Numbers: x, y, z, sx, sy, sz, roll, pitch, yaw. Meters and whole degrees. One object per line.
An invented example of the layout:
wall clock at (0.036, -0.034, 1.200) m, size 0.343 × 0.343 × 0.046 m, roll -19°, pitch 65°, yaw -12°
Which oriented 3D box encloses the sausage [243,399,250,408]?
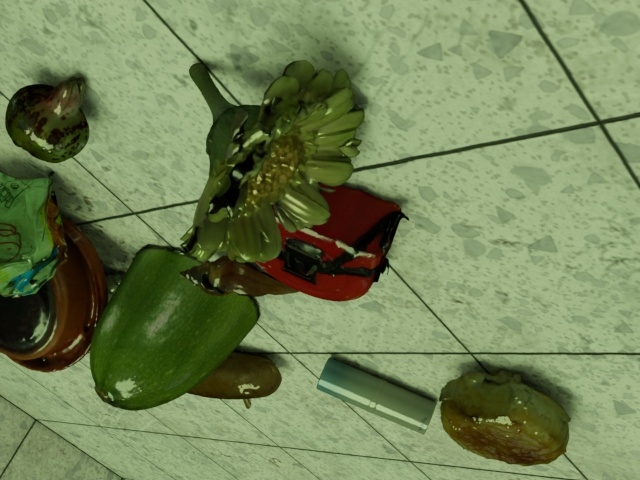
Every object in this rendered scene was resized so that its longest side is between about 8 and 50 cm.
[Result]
sausage at (-0.199, 0.427, 2.408) m, size 0.015 × 0.015 × 0.100 m, roll 17°, pitch 150°, yaw 17°

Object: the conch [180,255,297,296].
conch at (-0.153, 0.068, 1.734) m, size 0.233 × 0.086 × 0.080 m, roll -1°, pitch 102°, yaw 20°

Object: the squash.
squash at (-0.324, 0.219, 1.874) m, size 0.310 × 0.308 × 0.310 m, roll 19°, pitch 149°, yaw 12°

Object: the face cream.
face cream at (0.119, 0.332, 1.932) m, size 0.250 × 0.077 × 0.077 m, roll 22°, pitch 151°, yaw 6°

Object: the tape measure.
tape measure at (-0.001, 0.000, 1.455) m, size 0.253 × 0.114 × 0.260 m, roll 22°, pitch 151°, yaw 9°

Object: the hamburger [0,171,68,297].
hamburger at (-0.643, -0.019, 1.782) m, size 0.276 × 0.260 × 0.150 m, roll 9°, pitch -176°, yaw 25°

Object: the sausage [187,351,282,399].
sausage at (-0.303, 0.310, 2.199) m, size 0.501 × 0.123 × 0.136 m, roll 8°, pitch 117°, yaw 30°

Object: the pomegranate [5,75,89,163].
pomegranate at (-0.445, -0.201, 1.480) m, size 0.138 × 0.125 × 0.163 m, roll 44°, pitch 148°, yaw -5°

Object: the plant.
plant at (-0.089, -0.130, 1.185) m, size 0.297 × 0.306 × 0.261 m, roll 58°, pitch 177°, yaw -2°

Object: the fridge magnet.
fridge magnet at (-0.622, 0.112, 1.954) m, size 0.364 × 0.155 × 0.363 m, roll 4°, pitch 100°, yaw 25°

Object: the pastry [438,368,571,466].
pastry at (0.352, 0.338, 1.716) m, size 0.257 × 0.120 × 0.236 m, roll -5°, pitch 142°, yaw 40°

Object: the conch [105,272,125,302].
conch at (-0.553, 0.148, 2.113) m, size 0.275 × 0.148 × 0.183 m, roll -6°, pitch 174°, yaw 33°
